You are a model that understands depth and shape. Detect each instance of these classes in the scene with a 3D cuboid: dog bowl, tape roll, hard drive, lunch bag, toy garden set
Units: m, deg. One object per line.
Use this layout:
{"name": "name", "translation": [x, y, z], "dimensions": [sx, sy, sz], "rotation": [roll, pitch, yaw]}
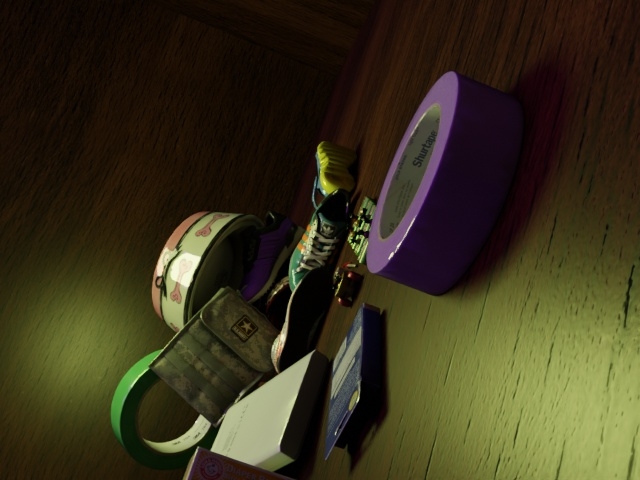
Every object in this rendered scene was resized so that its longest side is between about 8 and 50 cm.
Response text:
{"name": "dog bowl", "translation": [-0.316, 0.097, 1.996], "dimensions": [0.408, 0.150, 0.408], "rotation": [-52, -27, -41]}
{"name": "tape roll", "translation": [0.152, -0.072, 0.906], "dimensions": [0.275, 0.090, 0.275], "rotation": [-159, 90, -84]}
{"name": "tape roll", "translation": [-0.400, 0.456, 1.907], "dimensions": [0.077, 0.321, 0.322], "rotation": [13, 81, 54]}
{"name": "hard drive", "translation": [-0.125, 0.385, 1.424], "dimensions": [0.353, 0.047, 0.233], "rotation": [-41, 19, 43]}
{"name": "lunch bag", "translation": [-0.242, 0.285, 1.767], "dimensions": [0.287, 0.235, 0.169], "rotation": [-47, -4, -10]}
{"name": "toy garden set", "translation": [0.067, 0.014, 1.461], "dimensions": [0.244, 0.049, 0.204], "rotation": [-110, 41, -79]}

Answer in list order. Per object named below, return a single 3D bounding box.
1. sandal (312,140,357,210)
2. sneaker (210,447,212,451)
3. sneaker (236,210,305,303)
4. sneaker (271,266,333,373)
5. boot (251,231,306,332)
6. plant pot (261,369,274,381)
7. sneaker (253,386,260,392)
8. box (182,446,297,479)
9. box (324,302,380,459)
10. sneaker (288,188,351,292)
{"name": "sandal", "translation": [0.030, -0.182, 2.029], "dimensions": [0.317, 0.126, 0.138], "rotation": [-78, 7, -57]}
{"name": "sneaker", "translation": [-0.313, 0.652, 2.094], "dimensions": [0.116, 0.136, 0.314], "rotation": [-49, -2, -30]}
{"name": "sneaker", "translation": [-0.175, 0.040, 1.910], "dimensions": [0.102, 0.146, 0.293], "rotation": [-23, 30, 58]}
{"name": "sneaker", "translation": [-0.051, 0.194, 1.683], "dimensions": [0.145, 0.090, 0.270], "rotation": [162, 126, -78]}
{"name": "boot", "translation": [-0.110, 0.184, 1.990], "dimensions": [0.378, 0.138, 0.284], "rotation": [-57, 11, 22]}
{"name": "plant pot", "translation": [-0.189, 0.379, 2.176], "dimensions": [0.109, 0.096, 0.109], "rotation": [119, 169, -54]}
{"name": "sneaker", "translation": [-0.219, 0.499, 2.103], "dimensions": [0.111, 0.102, 0.252], "rotation": [-54, -6, -30]}
{"name": "box", "translation": [-0.138, 0.443, 1.172], "dimensions": [0.103, 0.203, 0.114], "rotation": [119, 169, -48]}
{"name": "box", "translation": [0.051, 0.214, 1.067], "dimensions": [0.225, 0.036, 0.137], "rotation": [-79, 11, -60]}
{"name": "sneaker", "translation": [0.000, 0.000, 1.770], "dimensions": [0.121, 0.108, 0.302], "rotation": [117, 173, -69]}
